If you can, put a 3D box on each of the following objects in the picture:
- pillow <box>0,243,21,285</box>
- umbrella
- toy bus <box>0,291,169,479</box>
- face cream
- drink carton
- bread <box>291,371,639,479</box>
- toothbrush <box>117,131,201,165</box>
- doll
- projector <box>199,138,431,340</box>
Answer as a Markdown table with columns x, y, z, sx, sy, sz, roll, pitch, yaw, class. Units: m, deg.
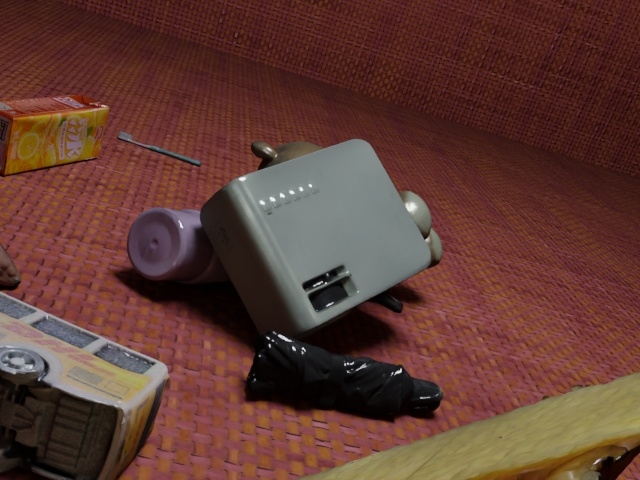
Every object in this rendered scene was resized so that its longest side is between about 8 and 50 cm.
| x | y | z | sx | sy | sz | roll | pitch | yaw | class |
| --- | --- | --- | --- | --- | --- | --- | --- | --- | --- |
| -0.438 | -0.042 | 0.805 | 0.236 | 0.084 | 0.223 | 34 | -15 | 18 | pillow |
| 0.034 | 0.152 | 0.860 | 0.236 | 0.066 | 0.059 | 14 | 15 | -21 | umbrella |
| -0.306 | 0.093 | 0.661 | 0.343 | 0.097 | 0.138 | 22 | 18 | 8 | toy bus |
| -0.140 | 0.012 | 1.056 | 0.154 | 0.096 | 0.274 | 25 | 8 | 24 | face cream |
| -0.437 | -0.172 | 1.231 | 0.071 | 0.096 | 0.223 | 25 | 21 | 17 | drink carton |
| -0.038 | 0.167 | 0.395 | 0.242 | 0.404 | 0.346 | 38 | 13 | 19 | bread |
| -0.305 | -0.174 | 1.472 | 0.167 | 0.014 | 0.011 | 19 | 11 | 1 | toothbrush |
| 0.028 | -0.034 | 1.207 | 0.330 | 0.174 | 0.235 | 38 | -6 | 36 | doll |
| 0.000 | 0.000 | 0.982 | 0.250 | 0.108 | 0.198 | -24 | 82 | -41 | projector |
